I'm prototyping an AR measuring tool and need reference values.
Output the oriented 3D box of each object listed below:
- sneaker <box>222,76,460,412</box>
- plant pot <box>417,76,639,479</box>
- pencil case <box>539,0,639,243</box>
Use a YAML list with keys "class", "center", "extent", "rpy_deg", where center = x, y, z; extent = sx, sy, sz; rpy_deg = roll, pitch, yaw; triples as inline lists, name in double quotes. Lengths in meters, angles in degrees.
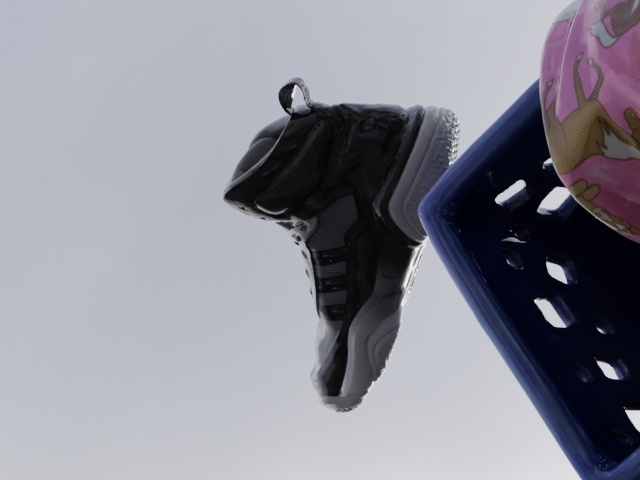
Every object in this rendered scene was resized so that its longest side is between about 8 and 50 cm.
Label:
- class: "sneaker"
  center: [0.000, 0.000, 1.391]
  extent: [0.153, 0.101, 0.268]
  rpy_deg: [19, -56, 2]
- class: "plant pot"
  center: [0.241, 0.004, 1.142]
  extent: [0.236, 0.236, 0.212]
  rpy_deg: [-44, -30, 26]
- class: "pencil case"
  center: [0.257, -0.130, 0.846]
  extent: [0.167, 0.160, 0.386]
  rpy_deg: [18, -33, -25]
